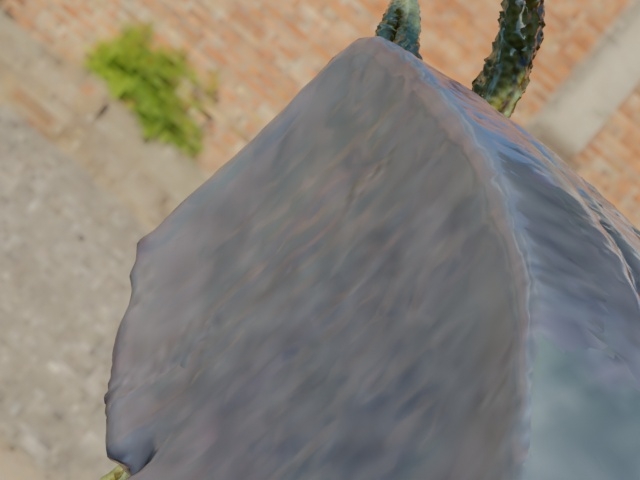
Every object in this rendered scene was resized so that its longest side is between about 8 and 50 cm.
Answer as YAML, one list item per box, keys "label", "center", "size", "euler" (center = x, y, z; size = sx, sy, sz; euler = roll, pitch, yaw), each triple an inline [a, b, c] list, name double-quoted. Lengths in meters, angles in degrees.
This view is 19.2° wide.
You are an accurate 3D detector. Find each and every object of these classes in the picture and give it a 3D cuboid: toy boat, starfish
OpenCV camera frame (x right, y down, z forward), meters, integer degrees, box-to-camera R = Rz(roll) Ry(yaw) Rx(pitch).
- label: "toy boat"
  center: [0.023, 0.045, 0.403]
  size: [0.078, 0.127, 0.283]
  euler: [44, 12, -22]
- label: "starfish"
  center: [0.002, 0.002, 0.957]
  size: [0.078, 0.347, 0.358]
  euler: [32, -25, -13]
